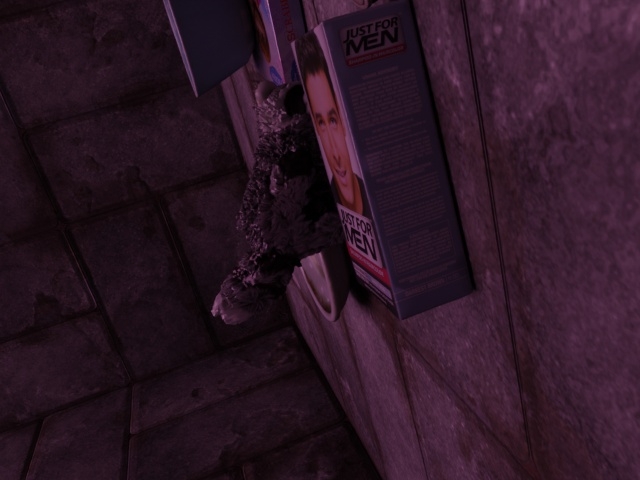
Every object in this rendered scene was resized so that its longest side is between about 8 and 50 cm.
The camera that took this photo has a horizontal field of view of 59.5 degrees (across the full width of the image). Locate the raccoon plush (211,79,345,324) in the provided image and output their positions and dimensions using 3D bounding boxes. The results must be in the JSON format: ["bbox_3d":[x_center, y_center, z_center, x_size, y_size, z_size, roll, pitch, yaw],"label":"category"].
[{"bbox_3d":[-0.109,-0.100,1.043,0.216,0.446,0.299,34,-158,-45],"label":"raccoon plush"}]

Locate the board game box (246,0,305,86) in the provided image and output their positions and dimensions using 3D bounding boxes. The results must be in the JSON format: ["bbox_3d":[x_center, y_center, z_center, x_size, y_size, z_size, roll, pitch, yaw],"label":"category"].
[{"bbox_3d":[-0.110,-0.481,1.177,0.318,0.066,0.317,-122,16,-54],"label":"board game box"}]

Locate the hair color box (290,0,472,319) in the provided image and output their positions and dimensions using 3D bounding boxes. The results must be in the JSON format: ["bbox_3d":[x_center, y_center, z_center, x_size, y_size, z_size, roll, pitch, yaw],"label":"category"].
[{"bbox_3d":[0.078,-0.104,0.756,0.185,0.114,0.374,-141,34,-72],"label":"hair color box"}]

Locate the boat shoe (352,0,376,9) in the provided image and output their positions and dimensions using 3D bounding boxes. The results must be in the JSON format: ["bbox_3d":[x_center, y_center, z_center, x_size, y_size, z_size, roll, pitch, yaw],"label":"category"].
[{"bbox_3d":[0.002,-0.428,0.611,0.335,0.096,0.112,58,-179,-15],"label":"boat shoe"}]

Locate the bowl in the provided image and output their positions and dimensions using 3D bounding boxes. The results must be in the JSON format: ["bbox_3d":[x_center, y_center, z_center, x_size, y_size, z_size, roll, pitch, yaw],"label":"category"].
[{"bbox_3d":[-0.249,-0.494,1.249,0.311,0.163,0.311,162,90,-82],"label":"bowl"}]

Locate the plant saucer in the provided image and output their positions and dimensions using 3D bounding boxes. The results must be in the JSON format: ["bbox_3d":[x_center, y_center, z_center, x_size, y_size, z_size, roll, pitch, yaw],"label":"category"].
[{"bbox_3d":[0.000,0.000,1.396,0.400,0.101,0.400,161,90,-79],"label":"plant saucer"}]
